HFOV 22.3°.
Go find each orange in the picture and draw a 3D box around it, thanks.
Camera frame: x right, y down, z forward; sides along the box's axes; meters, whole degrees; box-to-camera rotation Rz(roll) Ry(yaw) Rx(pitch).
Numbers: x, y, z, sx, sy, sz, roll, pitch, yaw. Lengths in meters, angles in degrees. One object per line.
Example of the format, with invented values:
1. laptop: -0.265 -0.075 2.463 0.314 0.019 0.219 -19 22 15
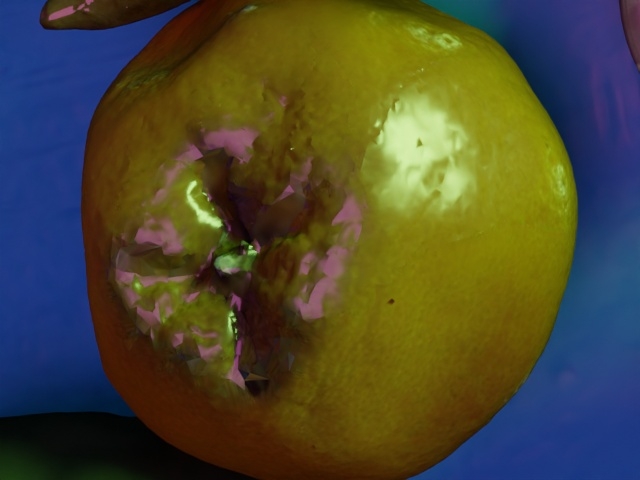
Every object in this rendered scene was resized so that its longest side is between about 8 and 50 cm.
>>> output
1. orange: 0.000 0.000 0.749 0.249 0.183 0.249 5 108 17

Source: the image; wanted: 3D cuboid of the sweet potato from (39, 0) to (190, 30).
1. sweet potato: -0.013 -0.241 0.731 0.106 0.095 0.355 19 103 -26

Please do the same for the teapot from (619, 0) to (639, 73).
1. teapot: 0.204 -0.122 0.702 0.146 0.116 0.148 39 139 16

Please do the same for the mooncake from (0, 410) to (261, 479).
1. mooncake: -0.129 0.266 0.834 0.356 0.194 0.356 3 115 7
